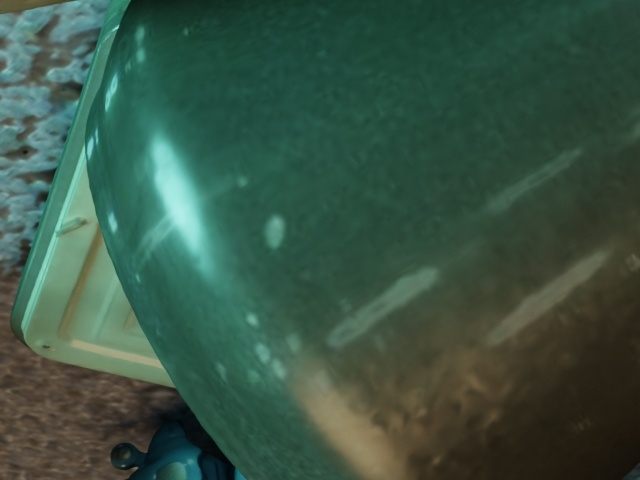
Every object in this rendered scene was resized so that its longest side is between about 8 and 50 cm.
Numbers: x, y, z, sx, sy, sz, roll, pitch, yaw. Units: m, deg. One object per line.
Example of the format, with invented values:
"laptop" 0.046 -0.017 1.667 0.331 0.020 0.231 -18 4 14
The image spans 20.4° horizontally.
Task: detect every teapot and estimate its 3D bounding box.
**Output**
"teapot" 0.124 -0.048 0.638 0.344 0.253 0.300 -31 153 18

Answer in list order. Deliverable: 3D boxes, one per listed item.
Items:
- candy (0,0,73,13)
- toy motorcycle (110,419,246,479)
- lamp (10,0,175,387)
"candy" -0.127 -0.180 0.550 0.295 0.185 0.295 2 148 1
"toy motorcycle" -0.047 0.199 1.083 0.182 0.123 0.272 -8 141 -3
"lamp" 0.000 0.000 0.879 0.269 0.047 0.266 13 141 -12
